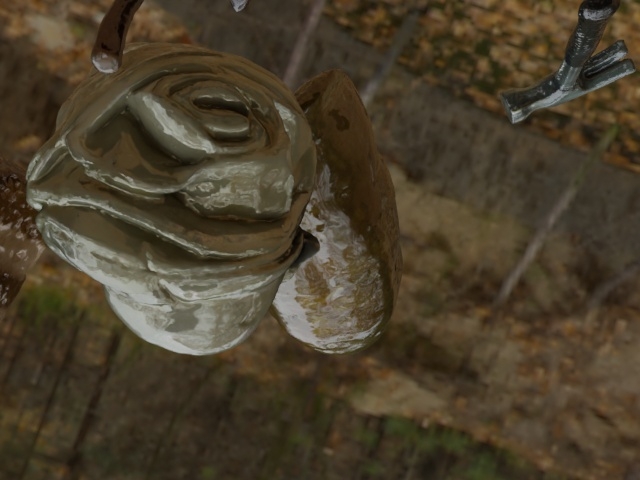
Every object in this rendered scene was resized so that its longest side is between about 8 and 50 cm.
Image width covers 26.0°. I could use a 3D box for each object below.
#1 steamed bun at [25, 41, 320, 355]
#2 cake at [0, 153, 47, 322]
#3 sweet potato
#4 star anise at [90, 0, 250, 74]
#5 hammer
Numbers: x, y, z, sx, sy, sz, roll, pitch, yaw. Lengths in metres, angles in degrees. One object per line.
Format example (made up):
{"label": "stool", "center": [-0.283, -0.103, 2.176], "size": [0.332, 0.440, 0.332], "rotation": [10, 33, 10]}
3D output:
{"label": "steamed bun", "center": [-0.087, -0.048, 0.984], "size": [0.211, 0.218, 0.144], "rotation": [36, 146, -10]}
{"label": "cake", "center": [-0.408, 0.021, 1.315], "size": [0.196, 0.293, 0.199], "rotation": [31, 180, 14]}
{"label": "sweet potato", "center": [0.000, 0.000, 1.229], "size": [0.158, 0.158, 0.370], "rotation": [12, 144, 31]}
{"label": "star anise", "center": [-0.053, -0.178, 0.697], "size": [0.073, 0.234, 0.177], "rotation": [11, 176, 18]}
{"label": "hammer", "center": [0.192, -0.138, 1.004], "size": [0.103, 0.029, 0.246], "rotation": [-21, 172, -1]}
